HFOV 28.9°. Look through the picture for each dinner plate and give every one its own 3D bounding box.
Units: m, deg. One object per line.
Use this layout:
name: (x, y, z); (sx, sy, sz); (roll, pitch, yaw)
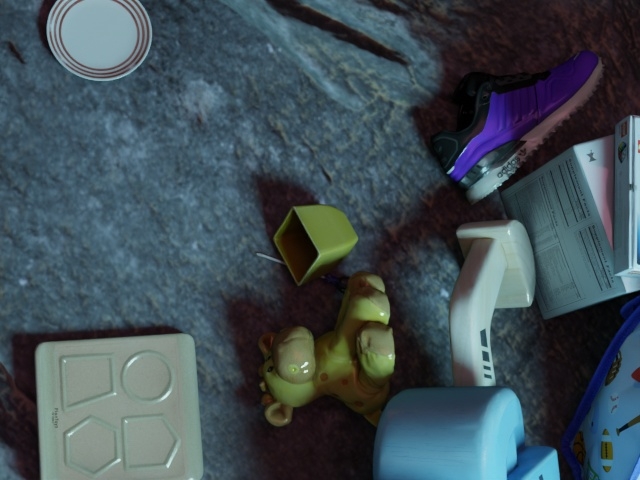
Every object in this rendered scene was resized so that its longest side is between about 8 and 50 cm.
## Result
dinner plate: (-0.301, -0.283, 1.691); (0.141, 0.017, 0.141); (2, 79, -12)

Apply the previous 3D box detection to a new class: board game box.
board game box: (0.510, -0.039, 1.525); (0.305, 0.053, 0.192); (7, 78, -12)

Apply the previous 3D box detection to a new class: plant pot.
plant pot: (0.000, 0.000, 1.663); (0.083, 0.081, 0.081); (-14, 64, -34)

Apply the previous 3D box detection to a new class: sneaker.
sneaker: (0.271, -0.197, 1.754); (0.146, 0.102, 0.293); (46, 74, 0)

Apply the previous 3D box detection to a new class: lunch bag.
lunch bag: (0.528, 0.212, 1.581); (0.328, 0.385, 0.239); (7, 38, -11)

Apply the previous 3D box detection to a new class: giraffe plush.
giraffe plush: (0.003, 0.156, 1.614); (0.171, 0.181, 0.210); (-3, 114, -3)

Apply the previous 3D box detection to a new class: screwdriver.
screwdriver: (-0.006, 0.045, 1.686); (0.170, 0.025, 0.024); (21, 75, -8)

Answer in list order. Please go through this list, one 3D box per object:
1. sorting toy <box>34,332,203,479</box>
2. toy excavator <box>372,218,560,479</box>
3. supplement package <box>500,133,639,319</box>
sorting toy: (-0.258, 0.221, 1.593); (0.208, 0.038, 0.193); (-2, 79, -17)
toy excavator: (0.190, 0.215, 1.552); (0.222, 0.433, 0.445); (-3, 97, 28)
supplement package: (0.403, -0.027, 1.664); (0.199, 0.263, 0.198); (-16, 83, -15)
